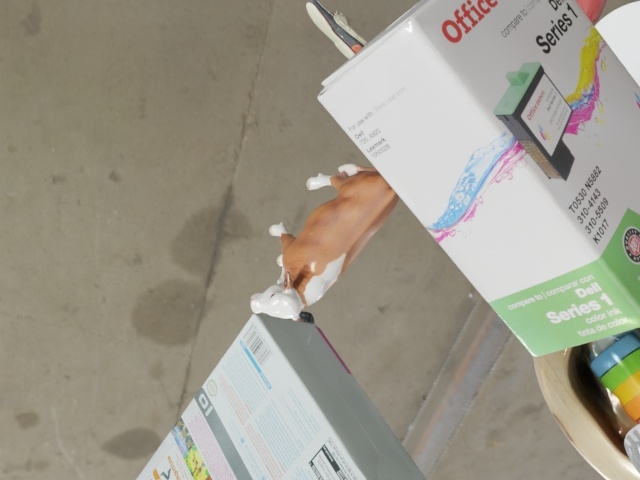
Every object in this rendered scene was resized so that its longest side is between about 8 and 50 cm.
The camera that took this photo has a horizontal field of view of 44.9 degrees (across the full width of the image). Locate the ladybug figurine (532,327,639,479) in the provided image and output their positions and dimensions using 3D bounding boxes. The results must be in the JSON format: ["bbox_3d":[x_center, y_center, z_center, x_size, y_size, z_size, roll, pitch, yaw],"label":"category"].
[{"bbox_3d":[0.549,0.242,1.319,0.305,0.449,0.162,-40,154,21],"label":"ladybug figurine"}]

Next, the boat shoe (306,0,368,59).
[{"bbox_3d":[0.030,-0.382,1.384,0.137,0.049,0.043,43,86,-24],"label":"boat shoe"}]

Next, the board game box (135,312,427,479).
[{"bbox_3d":[-0.064,0.261,0.771,0.097,0.224,0.303,17,117,-46],"label":"board game box"}]

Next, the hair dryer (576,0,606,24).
[{"bbox_3d":[0.429,-0.457,1.452,0.224,0.080,0.293,22,148,-37],"label":"hair dryer"}]

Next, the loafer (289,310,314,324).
[{"bbox_3d":[-0.032,0.212,1.515,0.062,0.061,0.170,-6,136,9],"label":"loafer"}]

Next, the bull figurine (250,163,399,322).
[{"bbox_3d":[0.000,0.000,1.255,0.310,0.188,0.101,-45,124,-4],"label":"bull figurine"}]

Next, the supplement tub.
[{"bbox_3d":[0.580,-0.272,1.344,0.228,0.228,0.316,-46,156,20],"label":"supplement tub"}]

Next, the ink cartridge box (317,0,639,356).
[{"bbox_3d":[0.164,-0.082,0.625,0.278,0.201,0.117,49,141,-8],"label":"ink cartridge box"}]

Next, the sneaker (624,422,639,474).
[{"bbox_3d":[0.509,0.216,0.965,0.115,0.105,0.281,-14,162,-31],"label":"sneaker"}]
